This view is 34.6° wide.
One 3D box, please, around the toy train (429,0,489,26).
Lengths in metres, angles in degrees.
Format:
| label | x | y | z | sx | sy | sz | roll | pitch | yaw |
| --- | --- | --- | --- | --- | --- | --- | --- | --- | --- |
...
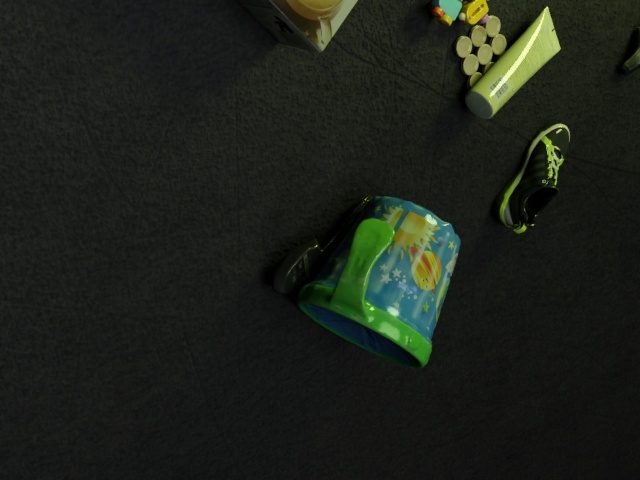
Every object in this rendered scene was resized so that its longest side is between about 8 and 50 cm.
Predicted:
| label | x | y | z | sx | sy | sz | roll | pitch | yaw |
| --- | --- | --- | --- | --- | --- | --- | --- | --- | --- |
| toy train | 0.238 | -0.425 | 1.731 | 0.166 | 0.046 | 0.125 | -18 | 113 | -35 |

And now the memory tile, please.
| label | x | y | z | sx | sy | sz | roll | pitch | yaw |
| --- | --- | --- | --- | --- | --- | --- | --- | --- | --- |
| memory tile | 0.295 | -0.315 | 1.826 | 0.113 | 0.012 | 0.148 | -38 | 123 | -21 |

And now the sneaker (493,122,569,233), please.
| label | x | y | z | sx | sy | sz | roll | pitch | yaw |
| --- | --- | --- | --- | --- | --- | --- | --- | --- | --- |
| sneaker | 0.421 | -0.111 | 1.928 | 0.084 | 0.097 | 0.234 | 38 | 81 | -38 |

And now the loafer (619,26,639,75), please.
| label | x | y | z | sx | sy | sz | roll | pitch | yaw |
| --- | --- | --- | --- | --- | --- | --- | --- | --- | --- |
| loafer | 0.649 | -0.400 | 2.043 | 0.061 | 0.062 | 0.170 | 44 | 82 | 3 |

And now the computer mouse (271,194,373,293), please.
| label | x | y | z | sx | sy | sz | roll | pitch | yaw |
| --- | --- | --- | --- | --- | --- | --- | --- | --- | --- |
| computer mouse | 0.000 | 0.000 | 1.693 | 0.242 | 0.041 | 0.071 | -42 | 149 | -28 |

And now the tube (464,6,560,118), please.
| label | x | y | z | sx | sy | sz | roll | pitch | yaw |
| --- | --- | --- | --- | --- | --- | --- | --- | --- | --- |
| tube | 0.350 | -0.310 | 1.829 | 0.240 | 0.062 | 0.070 | -46 | 169 | -23 |

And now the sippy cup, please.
| label | x | y | z | sx | sy | sz | roll | pitch | yaw |
| --- | --- | --- | --- | --- | --- | --- | --- | --- | --- |
| sippy cup | 0.112 | 0.058 | 1.676 | 0.240 | 0.305 | 0.224 | 30 | 78 | -14 |

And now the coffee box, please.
| label | x | y | z | sx | sy | sz | roll | pitch | yaw |
| --- | --- | --- | --- | --- | --- | --- | --- | --- | --- |
| coffee box | -0.074 | -0.427 | 1.449 | 0.297 | 0.119 | 0.168 | 40 | 80 | -38 |
